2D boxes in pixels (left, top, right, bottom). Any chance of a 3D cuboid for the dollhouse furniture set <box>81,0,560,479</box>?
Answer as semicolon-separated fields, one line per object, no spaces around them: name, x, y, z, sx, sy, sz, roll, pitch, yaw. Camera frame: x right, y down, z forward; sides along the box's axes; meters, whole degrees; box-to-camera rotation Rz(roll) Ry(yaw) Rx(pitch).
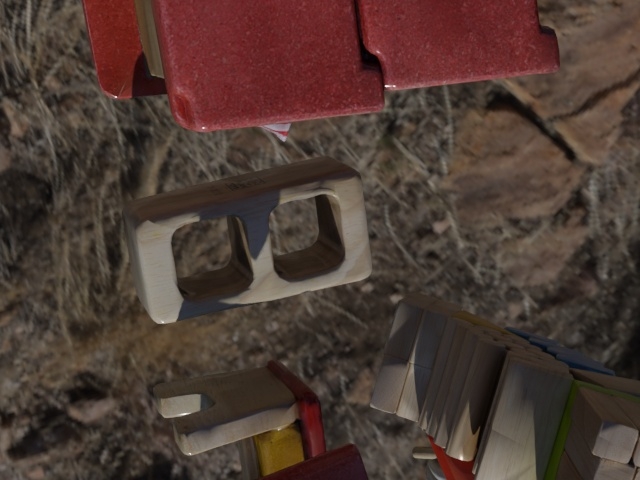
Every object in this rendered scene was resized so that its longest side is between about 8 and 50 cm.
dollhouse furniture set;0.000;0.000;0.536;0.152;0.201;0.374;-13;106;-17

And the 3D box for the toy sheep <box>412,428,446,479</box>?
toy sheep;0.129;0.195;0.987;0.091;0.091;0.132;-24;125;-10

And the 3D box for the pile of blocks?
pile of blocks;0.150;0.134;0.782;0.149;0.362;0.112;13;97;-24
